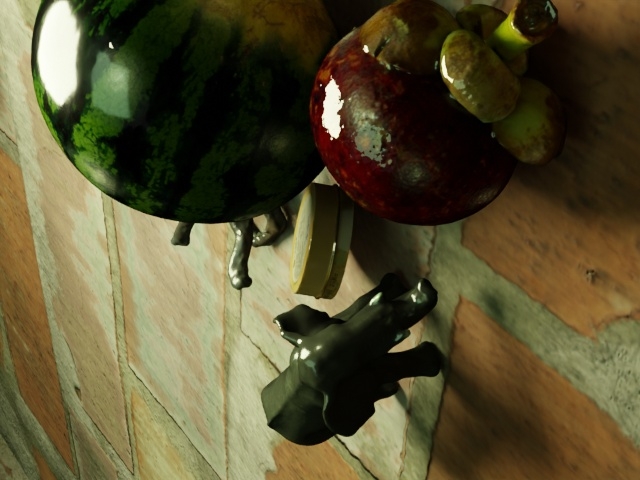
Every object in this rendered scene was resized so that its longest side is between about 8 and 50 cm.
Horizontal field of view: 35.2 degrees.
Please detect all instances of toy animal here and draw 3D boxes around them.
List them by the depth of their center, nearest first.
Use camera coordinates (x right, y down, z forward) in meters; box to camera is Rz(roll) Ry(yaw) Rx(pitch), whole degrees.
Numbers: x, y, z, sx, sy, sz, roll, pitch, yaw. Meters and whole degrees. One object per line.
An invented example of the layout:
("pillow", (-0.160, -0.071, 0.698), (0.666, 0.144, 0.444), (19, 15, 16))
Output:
("toy animal", (0.029, 0.111, 0.872), (0.114, 0.146, 0.245), (52, 146, 27))
("toy animal", (-0.099, -0.051, 1.037), (0.232, 0.084, 0.148), (28, 131, 53))

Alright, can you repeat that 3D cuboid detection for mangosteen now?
("mangosteen", (0.080, -0.101, 0.673), (0.181, 0.155, 0.146), (-57, 28, 23))

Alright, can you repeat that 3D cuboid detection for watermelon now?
("watermelon", (-0.104, -0.139, 0.825), (0.269, 0.269, 0.269), (37, 139, 42))

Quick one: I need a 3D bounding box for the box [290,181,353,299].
("box", (0.000, 0.000, 0.903), (0.105, 0.037, 0.106), (-170, 90, -80))
